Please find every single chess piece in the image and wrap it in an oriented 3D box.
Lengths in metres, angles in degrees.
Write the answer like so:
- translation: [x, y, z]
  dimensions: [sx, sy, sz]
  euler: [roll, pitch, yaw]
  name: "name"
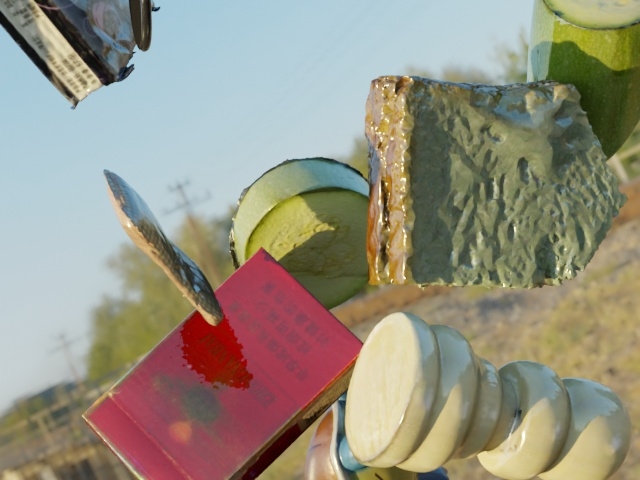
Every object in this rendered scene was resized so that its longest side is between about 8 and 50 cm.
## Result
- translation: [0.193, 0.183, 1.587]
  dimensions: [0.300, 0.167, 0.167]
  euler: [13, -18, -21]
  name: "chess piece"

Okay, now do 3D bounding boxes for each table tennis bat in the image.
- translation: [-0.235, -0.357, 1.910]
  dimensions: [0.027, 0.236, 0.150]
  euler: [-5, 28, -13]
  name: "table tennis bat"

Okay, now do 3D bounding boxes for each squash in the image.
- translation: [-0.005, 0.006, 1.971]
  dimensions: [0.220, 0.220, 0.133]
  euler: [-26, 27, -5]
  name: "squash"
- translation: [0.363, -0.235, 1.952]
  dimensions: [0.189, 0.189, 0.260]
  euler: [-26, -41, -16]
  name: "squash"

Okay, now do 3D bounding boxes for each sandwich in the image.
- translation: [0.215, -0.068, 1.827]
  dimensions: [0.325, 0.262, 0.131]
  euler: [-1, 5, -22]
  name: "sandwich"

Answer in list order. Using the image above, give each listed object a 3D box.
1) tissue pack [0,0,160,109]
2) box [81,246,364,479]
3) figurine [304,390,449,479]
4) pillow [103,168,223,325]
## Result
- translation: [-0.382, -0.388, 2.027]
  dimensions: [0.122, 0.361, 0.259]
  euler: [-28, 26, 24]
  name: "tissue pack"
- translation: [-0.114, 0.187, 1.855]
  dimensions: [0.313, 0.197, 0.089]
  euler: [-43, -19, -11]
  name: "box"
- translation: [0.065, 0.338, 2.193]
  dimensions: [0.243, 0.416, 0.298]
  euler: [-26, 7, 17]
  name: "figurine"
- translation: [-0.181, 0.010, 1.725]
  dimensions: [0.034, 0.211, 0.135]
  euler: [-37, 38, 0]
  name: "pillow"
